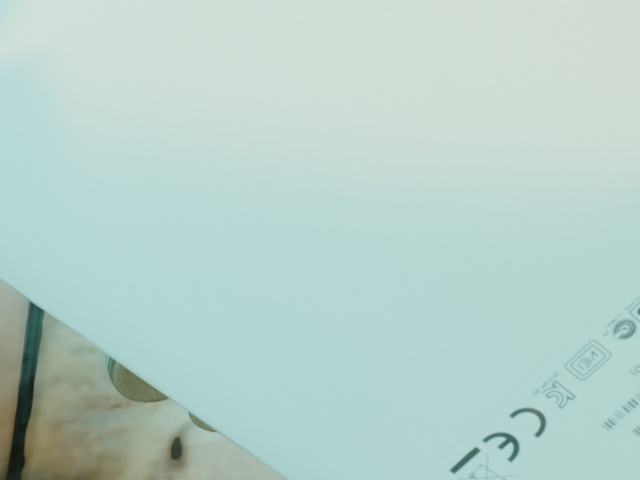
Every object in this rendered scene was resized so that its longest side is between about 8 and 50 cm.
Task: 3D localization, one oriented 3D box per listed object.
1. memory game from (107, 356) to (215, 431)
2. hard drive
[{"bbox_3d":[0.000,0.000,0.707,0.186,0.012,0.186,-14,135,-15],"label":"memory game"},{"bbox_3d":[0.047,-0.023,0.607,0.353,0.047,0.233,38,108,-26],"label":"hard drive"}]
